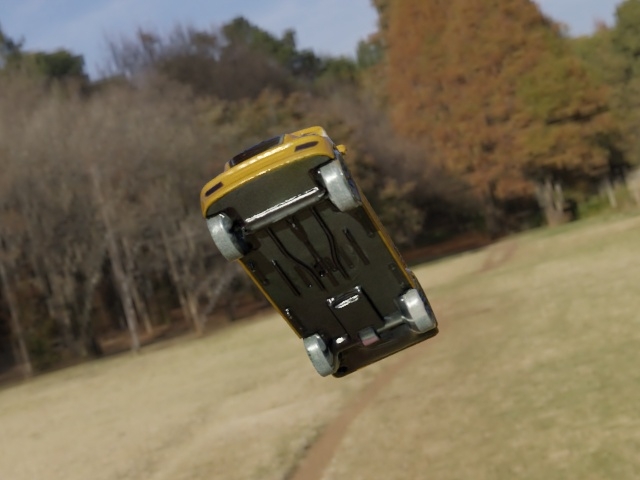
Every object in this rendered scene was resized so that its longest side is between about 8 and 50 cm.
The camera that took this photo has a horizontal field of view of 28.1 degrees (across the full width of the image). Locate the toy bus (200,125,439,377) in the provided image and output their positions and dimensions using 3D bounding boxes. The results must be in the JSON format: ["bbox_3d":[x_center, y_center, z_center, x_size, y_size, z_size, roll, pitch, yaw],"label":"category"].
[{"bbox_3d":[0.000,0.000,0.641,0.070,0.074,0.162,-24,-43,10],"label":"toy bus"}]
